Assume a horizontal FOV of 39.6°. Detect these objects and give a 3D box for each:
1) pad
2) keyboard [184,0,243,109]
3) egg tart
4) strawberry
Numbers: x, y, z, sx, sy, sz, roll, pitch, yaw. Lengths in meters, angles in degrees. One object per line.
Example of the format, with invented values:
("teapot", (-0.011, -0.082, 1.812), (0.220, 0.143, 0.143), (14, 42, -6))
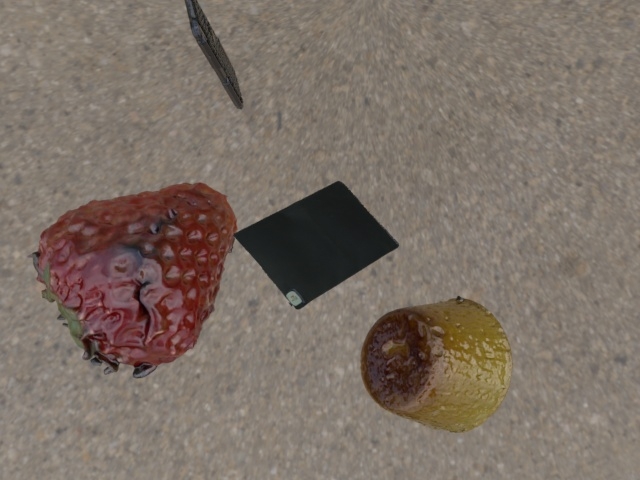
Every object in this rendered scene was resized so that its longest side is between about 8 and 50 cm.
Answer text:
("pad", (0.000, 0.000, 1.040), (0.116, 0.193, 0.004), (48, 137, 13))
("keyboard", (-0.170, -0.306, 1.438), (0.016, 0.262, 0.106), (-17, 69, 5))
("egg tart", (0.156, 0.172, 1.278), (0.147, 0.202, 0.203), (16, 111, -44))
("strawberry", (-0.219, 0.029, 1.141), (0.280, 0.254, 0.150), (-16, 151, -19))
